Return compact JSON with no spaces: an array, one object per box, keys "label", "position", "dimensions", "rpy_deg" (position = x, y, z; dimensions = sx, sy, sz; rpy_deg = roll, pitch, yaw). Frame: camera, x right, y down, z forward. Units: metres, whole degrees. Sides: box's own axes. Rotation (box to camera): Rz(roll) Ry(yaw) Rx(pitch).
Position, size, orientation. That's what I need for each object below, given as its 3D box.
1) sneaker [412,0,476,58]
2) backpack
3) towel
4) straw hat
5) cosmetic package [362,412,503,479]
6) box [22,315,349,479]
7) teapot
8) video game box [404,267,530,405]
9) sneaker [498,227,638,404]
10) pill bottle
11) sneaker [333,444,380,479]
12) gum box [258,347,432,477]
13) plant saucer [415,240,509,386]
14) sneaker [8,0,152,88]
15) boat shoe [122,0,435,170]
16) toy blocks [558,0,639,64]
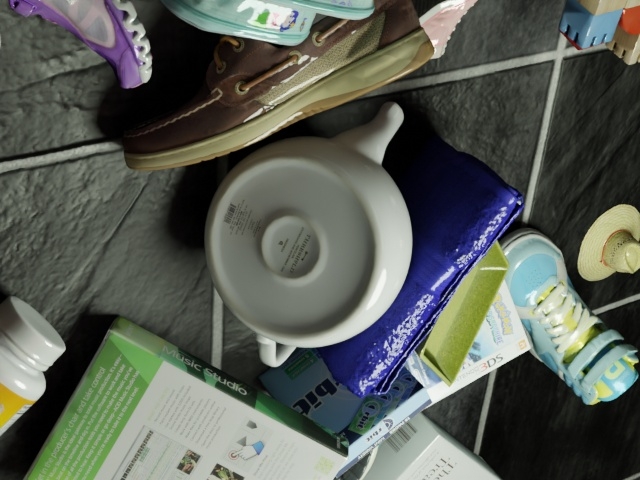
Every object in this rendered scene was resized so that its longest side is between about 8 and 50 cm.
[{"label":"sneaker","position":[0.142,-0.261,1.298],"dimensions":[0.134,0.051,0.070],"rpy_deg":[-34,137,-8]},{"label":"backpack","position":[-0.056,-0.284,0.987],"dimensions":[0.225,0.253,0.191],"rpy_deg":[3,118,-39]},{"label":"towel","position":[0.108,0.030,1.356],"dimensions":[0.076,0.227,0.308],"rpy_deg":[35,98,-25]},{"label":"straw hat","position":[0.475,0.019,1.740],"dimensions":[0.144,0.061,0.144],"rpy_deg":[-20,130,-25]},{"label":"cosmetic package","position":[0.097,0.462,1.761],"dimensions":[0.377,0.097,0.284],"rpy_deg":[-47,139,2]},{"label":"box","position":[-0.160,0.265,1.328],"dimensions":[0.322,0.058,0.232],"rpy_deg":[30,104,-10]},{"label":"teapot","position":[0.000,0.000,1.281],"dimensions":[0.256,0.252,0.187],"rpy_deg":[-20,180,22]},{"label":"video game box","position":[0.173,0.098,1.515],"dimensions":[0.187,0.048,0.205],"rpy_deg":[-27,101,-21]},{"label":"sneaker","position":[0.371,0.122,1.632],"dimensions":[0.127,0.208,0.319],"rpy_deg":[-42,136,-2]},{"label":"pill bottle","position":[-0.376,0.161,1.171],"dimensions":[0.215,0.117,0.117],"rpy_deg":[-45,136,-1]},{"label":"sneaker","position":[0.073,0.229,1.587],"dimensions":[0.275,0.107,0.110],"rpy_deg":[-58,169,4]},{"label":"gum box","position":[0.029,0.195,1.448],"dimensions":[0.157,0.184,0.041],"rpy_deg":[-36,136,-9]},{"label":"plant saucer","position":[0.171,0.079,1.421],"dimensions":[0.188,0.045,0.188],"rpy_deg":[-63,155,-9]},{"label":"sneaker","position":[-0.237,-0.232,1.015],"dimensions":[0.104,0.095,0.236],"rpy_deg":[-31,130,-5]},{"label":"boat shoe","position":[-0.059,-0.178,1.145],"dimensions":[0.342,0.123,0.123],"rpy_deg":[-21,105,8]},{"label":"toy blocks","position":[0.420,-0.343,1.376],"dimensions":[0.381,0.191,0.261],"rpy_deg":[-18,141,-26]}]
